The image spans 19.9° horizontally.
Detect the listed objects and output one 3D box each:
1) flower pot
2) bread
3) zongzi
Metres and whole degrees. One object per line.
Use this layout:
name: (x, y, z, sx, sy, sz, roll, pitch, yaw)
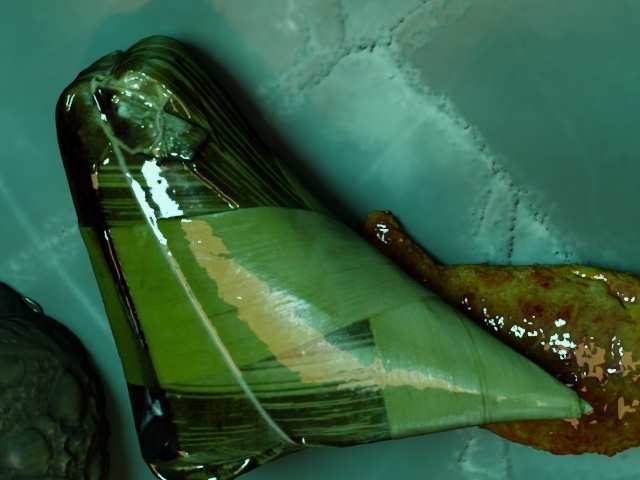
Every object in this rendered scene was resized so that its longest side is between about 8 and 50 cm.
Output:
flower pot: (-0.288, 0.184, 1.232, 0.267, 0.267, 0.266, 1, 112, 2)
bread: (0.139, 0.075, 1.266, 0.269, 0.095, 0.139, 13, 105, 1)
zongzi: (0.000, 0.000, 1.187, 0.318, 0.154, 0.289, -7, 112, 18)
